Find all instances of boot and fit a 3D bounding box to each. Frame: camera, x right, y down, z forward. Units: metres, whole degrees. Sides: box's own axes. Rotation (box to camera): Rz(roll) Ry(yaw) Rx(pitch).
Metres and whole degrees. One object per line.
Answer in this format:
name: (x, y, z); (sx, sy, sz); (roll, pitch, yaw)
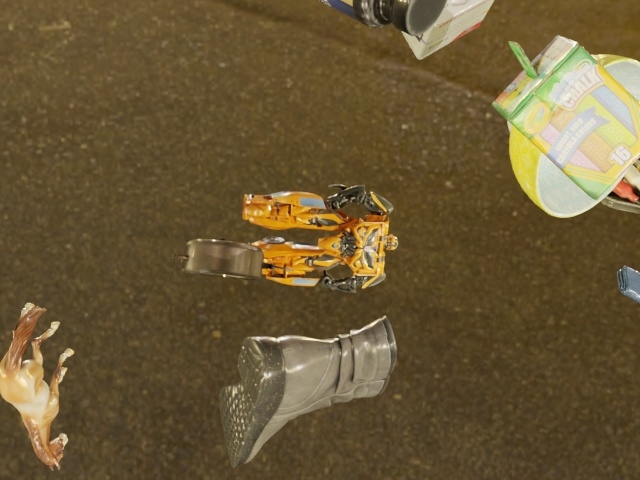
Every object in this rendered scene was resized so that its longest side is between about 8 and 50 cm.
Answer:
boot: (-0.019, 0.231, 1.351); (0.222, 0.338, 0.118); (-6, 63, -22)

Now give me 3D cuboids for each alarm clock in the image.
alarm clock: (-0.138, 0.033, 1.502); (0.192, 0.064, 0.129); (9, -6, -1)

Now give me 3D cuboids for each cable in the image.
cable: (0.736, -0.087, 2.055); (0.139, 0.072, 0.287); (-22, 36, -11)

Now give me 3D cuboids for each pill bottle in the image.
pill bottle: (0.052, -0.348, 1.180); (0.219, 0.123, 0.123); (34, 46, 26)

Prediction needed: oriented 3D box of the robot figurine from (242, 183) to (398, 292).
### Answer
robot figurine: (0.000, 0.000, 1.695); (0.291, 0.211, 0.085); (4, 17, -3)

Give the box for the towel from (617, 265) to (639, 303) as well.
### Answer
towel: (0.610, 0.098, 1.730); (0.119, 0.029, 0.067); (26, 44, -16)

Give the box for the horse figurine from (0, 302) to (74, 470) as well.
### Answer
horse figurine: (-0.437, 0.213, 1.421); (0.066, 0.263, 0.174); (4, 48, 9)

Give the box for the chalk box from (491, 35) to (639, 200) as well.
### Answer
chalk box: (0.320, -0.179, 1.219); (0.213, 0.132, 0.132); (40, 14, -9)

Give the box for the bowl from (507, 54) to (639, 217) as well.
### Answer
bowl: (0.421, -0.201, 1.603); (0.289, 0.289, 0.156); (-21, 40, -29)

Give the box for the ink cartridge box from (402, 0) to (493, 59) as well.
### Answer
ink cartridge box: (0.209, -0.381, 1.518); (0.127, 0.175, 0.072); (-29, 85, -5)
